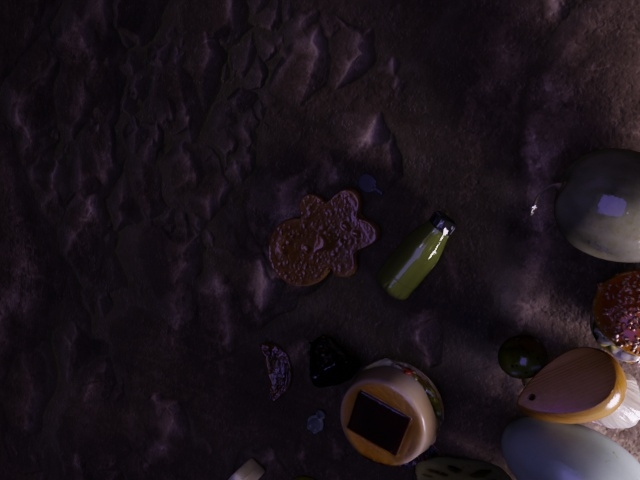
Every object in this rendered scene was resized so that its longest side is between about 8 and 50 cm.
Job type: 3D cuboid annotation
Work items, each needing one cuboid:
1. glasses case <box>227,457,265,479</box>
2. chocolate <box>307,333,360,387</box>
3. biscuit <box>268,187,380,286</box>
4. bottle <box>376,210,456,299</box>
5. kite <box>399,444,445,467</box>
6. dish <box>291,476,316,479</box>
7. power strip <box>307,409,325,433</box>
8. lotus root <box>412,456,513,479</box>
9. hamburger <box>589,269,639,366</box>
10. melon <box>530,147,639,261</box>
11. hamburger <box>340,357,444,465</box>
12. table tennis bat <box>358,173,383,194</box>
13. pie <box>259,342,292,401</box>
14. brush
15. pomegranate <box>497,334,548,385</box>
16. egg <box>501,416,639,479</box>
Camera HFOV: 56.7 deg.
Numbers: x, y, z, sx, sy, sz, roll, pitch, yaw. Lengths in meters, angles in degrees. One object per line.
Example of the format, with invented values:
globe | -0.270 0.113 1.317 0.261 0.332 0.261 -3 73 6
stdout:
glasses case | -0.310 0.858 1.949 0.070 0.131 0.313 42 109 13
chocolate | 0.024 0.344 1.768 0.156 0.156 0.133 -38 54 22
biscuit | 0.001 0.000 1.758 0.354 0.052 0.275 -35 82 23
bottle | 0.265 0.038 1.620 0.112 0.112 0.260 41 109 13
kite | 0.298 0.643 1.737 0.232 0.009 0.189 -3 95 23
dish | -0.034 0.887 1.852 0.262 0.108 0.221 28 107 17
power strip | -0.014 0.566 1.844 0.055 0.035 0.083 34 110 15
lotus root | 0.384 0.754 1.648 0.266 0.149 0.261 1 102 3
hamburger | 0.763 0.183 1.414 0.236 0.147 0.237 2 96 19
melon | 0.684 -0.077 1.360 0.308 0.272 0.272 40 110 -5
hamburger | 0.200 0.486 1.674 0.301 0.170 0.302 5 101 26
table tennis bat | 0.145 -0.157 1.702 0.083 0.007 0.050 36 108 16
pie | -0.133 0.412 1.876 0.088 0.033 0.191 -10 91 8
brush | 0.632 0.384 1.462 0.266 0.166 0.174 -28 40 26
pomegranate | 0.530 0.308 1.547 0.130 0.130 0.130 3 98 22
egg | 0.630 0.573 1.472 0.370 0.230 0.230 27 106 23
